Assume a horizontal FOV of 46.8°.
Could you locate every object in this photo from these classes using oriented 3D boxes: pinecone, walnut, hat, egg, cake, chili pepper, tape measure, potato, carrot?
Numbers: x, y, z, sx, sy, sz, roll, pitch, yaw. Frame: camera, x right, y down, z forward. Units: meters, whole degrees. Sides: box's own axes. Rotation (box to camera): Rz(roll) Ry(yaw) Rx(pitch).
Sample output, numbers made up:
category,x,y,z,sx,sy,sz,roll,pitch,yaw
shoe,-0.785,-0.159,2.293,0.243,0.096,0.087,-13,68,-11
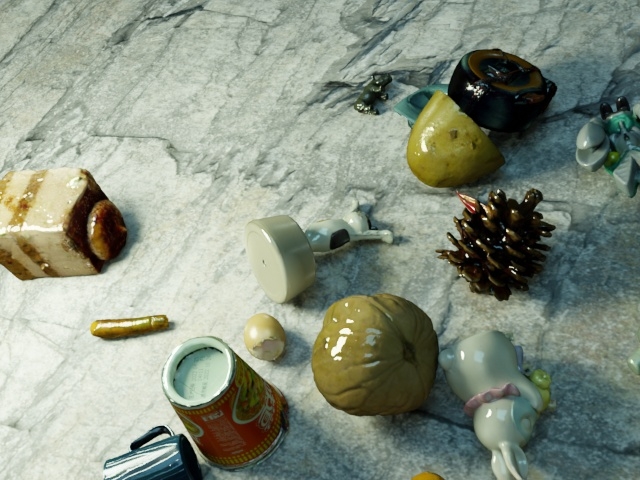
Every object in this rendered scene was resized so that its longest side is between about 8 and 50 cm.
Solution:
category,x,y,z,sx,sy,sz,roll,pitch,yaw
pinecone,0.329,-0.002,1.355,0.186,0.168,0.212,34,87,14
walnut,0.090,0.195,1.258,0.228,0.228,0.227,-9,51,11
hat,0.246,-0.284,1.666,0.191,0.077,0.138,-27,56,-28
egg,-0.108,0.182,1.414,0.080,0.080,0.096,-28,35,-4
cake,-0.584,-0.036,1.663,0.293,0.198,0.196,-2,51,15
chili pepper,0.334,-0.052,1.484,0.045,0.027,0.178,-39,52,-18
tape measure,0.380,-0.322,1.572,0.202,0.135,0.223,35,43,20
potato,0.259,-0.183,1.532,0.158,0.203,0.178,-46,24,7
carrot,-0.394,0.176,1.536,0.171,0.042,0.042,-9,51,9

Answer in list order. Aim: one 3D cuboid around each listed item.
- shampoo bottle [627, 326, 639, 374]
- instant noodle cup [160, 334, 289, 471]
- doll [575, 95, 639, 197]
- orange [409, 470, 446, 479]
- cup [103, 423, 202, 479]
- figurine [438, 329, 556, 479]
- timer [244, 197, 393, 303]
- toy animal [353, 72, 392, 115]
category,x,y,z,sx,sy,sz,roll,pitch,yaw
shampoo bottle,0.610,0.132,1.215,0.263,0.085,0.085,-34,51,-9
instant noodle cup,-0.171,0.271,1.277,0.193,0.212,0.193,-9,52,11
doll,0.582,-0.196,1.445,0.195,0.153,0.258,-38,33,3
orange,0.168,0.403,1.150,0.084,0.083,0.083,-9,51,11
cup,-0.291,0.392,1.280,0.138,0.113,0.150,-22,68,-2
figurine,0.299,0.269,1.187,0.155,0.127,0.235,0,56,-38
timer,0.000,0.000,1.498,0.266,0.175,0.175,-22,47,-24
toy animal,0.130,-0.356,1.773,0.065,0.047,0.135,16,65,37
